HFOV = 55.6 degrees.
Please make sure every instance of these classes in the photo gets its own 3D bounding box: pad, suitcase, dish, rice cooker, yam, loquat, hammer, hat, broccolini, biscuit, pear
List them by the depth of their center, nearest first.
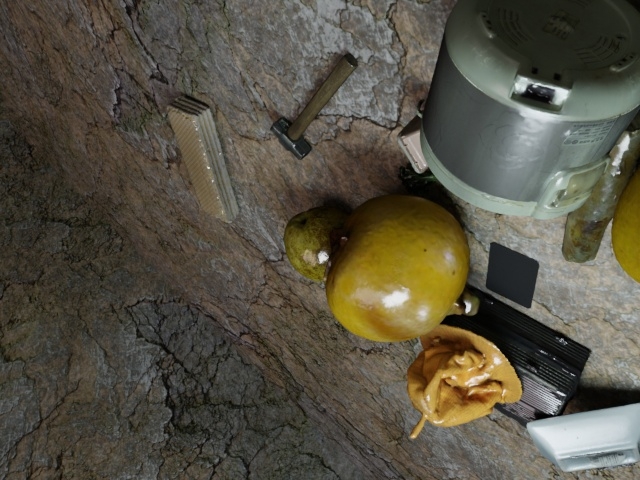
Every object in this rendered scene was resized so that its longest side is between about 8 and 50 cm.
[{"bbox_3d":[0.291,-0.195,0.850,0.288,0.288,0.277,36,152,20],"label":"rice cooker"},{"bbox_3d":[0.457,-0.075,0.992,0.317,0.067,0.071,85,164,-49],"label":"yam"},{"bbox_3d":[0.252,-0.125,1.223,0.071,0.057,0.254,13,174,-34],"label":"broccolini"},{"bbox_3d":[0.263,0.338,1.288,0.244,0.233,0.233,50,149,-6],"label":"hat"},{"bbox_3d":[0.582,0.435,1.290,0.243,0.080,0.182,-18,133,21],"label":"dish"},{"bbox_3d":[0.182,0.065,1.293,0.359,0.328,0.328,24,151,-5],"label":"loquat"},{"bbox_3d":[0.411,0.077,1.310,0.112,0.003,0.157,27,146,31],"label":"pad"},{"bbox_3d":[-0.011,-0.300,1.367,0.111,0.043,0.365,48,150,-2],"label":"hammer"},{"bbox_3d":[0.416,0.279,1.399,0.335,0.152,0.229,30,148,28],"label":"suitcase"},{"bbox_3d":[0.000,0.000,1.576,0.197,0.197,0.197,33,148,24],"label":"pear"},{"bbox_3d":[-0.350,-0.234,1.863,0.144,0.078,0.426,28,147,29],"label":"biscuit"}]

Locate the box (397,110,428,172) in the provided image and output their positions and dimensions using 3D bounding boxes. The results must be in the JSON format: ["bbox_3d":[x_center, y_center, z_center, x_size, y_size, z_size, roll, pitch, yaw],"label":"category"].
[{"bbox_3d":[0.207,-0.193,1.133,0.062,0.122,0.089,-19,111,47],"label":"box"}]

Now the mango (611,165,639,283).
[{"bbox_3d":[0.556,-0.028,0.749,0.301,0.220,0.445,67,160,6],"label":"mango"}]
